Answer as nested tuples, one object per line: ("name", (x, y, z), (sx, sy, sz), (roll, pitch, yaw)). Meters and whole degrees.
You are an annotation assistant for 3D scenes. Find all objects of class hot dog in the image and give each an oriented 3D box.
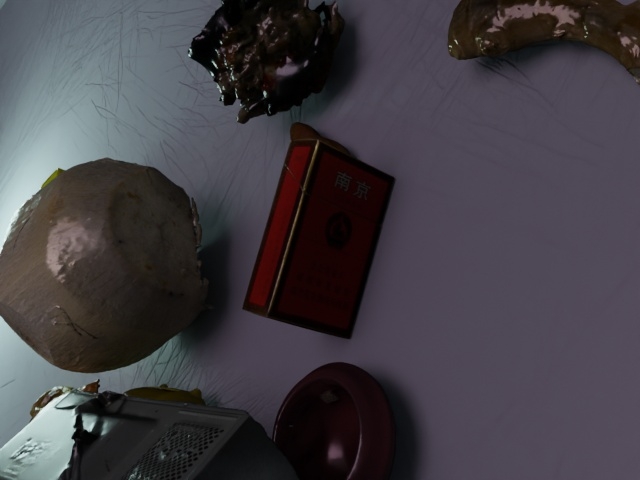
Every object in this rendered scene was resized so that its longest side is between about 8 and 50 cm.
("hot dog", (-0.584, 0.364, 1.537), (0.169, 0.061, 0.078), (-43, 48, 28))

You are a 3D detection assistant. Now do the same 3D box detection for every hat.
("hat", (0.023, 0.255, 0.891), (0.205, 0.089, 0.205), (-26, 51, 37))

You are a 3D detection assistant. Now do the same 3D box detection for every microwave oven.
("microwave oven", (-0.214, 0.373, 0.864), (0.432, 0.374, 0.236), (-7, 30, 46))

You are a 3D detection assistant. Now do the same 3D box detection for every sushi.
("sushi", (-0.073, -0.321, 1.180), (0.225, 0.219, 0.238), (-50, -1, -32))

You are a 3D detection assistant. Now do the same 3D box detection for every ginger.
("ginger", (0.266, -0.249, 0.846), (0.131, 0.086, 0.294), (-47, 45, -9))

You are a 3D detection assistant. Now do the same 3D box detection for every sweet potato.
("sweet potato", (-0.008, -0.141, 1.119), (0.058, 0.055, 0.202), (-60, 39, 11))

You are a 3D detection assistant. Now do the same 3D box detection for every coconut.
("coconut", (-0.380, 0.048, 1.241), (0.360, 0.346, 0.346), (-27, 55, 31))

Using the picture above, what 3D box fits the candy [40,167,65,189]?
("candy", (-0.539, -0.014, 1.589), (0.088, 0.146, 0.276), (-37, 48, 30))

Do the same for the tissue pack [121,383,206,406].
("tissue pack", (-0.261, 0.297, 1.158), (0.178, 0.123, 0.127), (-9, 73, 49))

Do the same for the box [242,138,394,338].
("box", (0.001, 0.000, 0.975), (0.074, 0.153, 0.239), (7, 79, 54))

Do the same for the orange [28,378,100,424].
("orange", (-0.386, 0.415, 1.178), (0.274, 0.310, 0.274), (-34, 11, 8))
